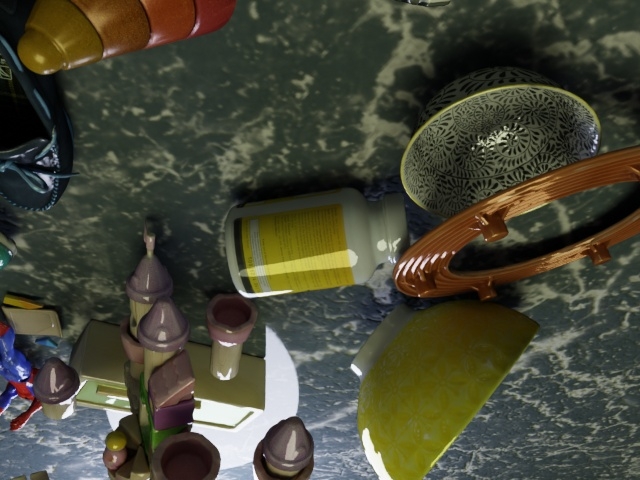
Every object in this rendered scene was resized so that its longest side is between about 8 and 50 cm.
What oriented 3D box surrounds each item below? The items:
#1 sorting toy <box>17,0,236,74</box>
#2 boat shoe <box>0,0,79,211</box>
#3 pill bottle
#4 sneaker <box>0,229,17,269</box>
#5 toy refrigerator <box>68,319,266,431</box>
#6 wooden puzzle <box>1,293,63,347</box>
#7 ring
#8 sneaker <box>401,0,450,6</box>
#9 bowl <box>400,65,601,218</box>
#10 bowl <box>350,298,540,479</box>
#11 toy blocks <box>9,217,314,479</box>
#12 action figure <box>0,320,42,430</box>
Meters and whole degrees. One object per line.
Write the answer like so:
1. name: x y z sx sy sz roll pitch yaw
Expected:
1. sorting toy: -0.176 -0.226 0.330 0.127 0.126 0.365 17 149 35
2. boat shoe: -0.272 -0.103 0.560 0.109 0.089 0.258 1 143 -5
3. pill bottle: 0.000 0.000 0.705 0.184 0.103 0.103 -8 143 7
4. sneaker: -0.449 0.049 0.737 0.275 0.109 0.107 -19 141 20
5. toy refrigerator: -0.221 0.207 0.977 0.270 0.094 0.102 19 139 -26
6. wooden puzzle: -0.384 0.107 0.900 0.079 0.014 0.116 12 141 -13
7. ring: 0.238 -0.001 0.689 0.337 0.032 0.336 -15 160 -6
8. sneaker: -0.003 -0.225 0.440 0.209 0.081 0.094 14 111 -9
9. bowl: 0.153 -0.099 0.602 0.170 0.080 0.170 -2 144 -1
10. bowl: 0.133 0.174 0.879 0.156 0.289 0.289 38 144 16
11. toy blocks: -0.183 0.167 0.724 0.309 0.288 0.260 -7 134 -22
12. action figure: -0.445 0.204 0.924 0.092 0.139 0.280 9 148 15
